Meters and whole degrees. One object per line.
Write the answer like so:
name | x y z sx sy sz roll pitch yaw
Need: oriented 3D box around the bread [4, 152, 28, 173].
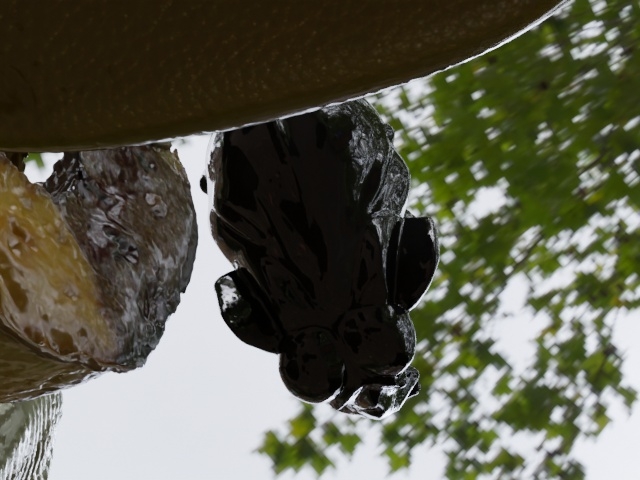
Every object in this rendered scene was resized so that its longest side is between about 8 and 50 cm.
bread | -0.336 -0.052 1.315 0.142 0.227 0.253 31 -64 33

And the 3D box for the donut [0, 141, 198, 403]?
donut | -0.164 0.024 0.964 0.112 0.295 0.151 -29 -102 27

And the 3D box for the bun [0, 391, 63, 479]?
bun | -0.275 0.174 1.267 0.127 0.222 0.222 13 -70 7

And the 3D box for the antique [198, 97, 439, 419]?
antique | 0.000 0.000 1.444 0.185 0.255 0.322 -19 -90 1

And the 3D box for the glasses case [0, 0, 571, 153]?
glasses case | -0.037 -0.142 0.690 0.371 0.141 0.173 -12 -67 12
